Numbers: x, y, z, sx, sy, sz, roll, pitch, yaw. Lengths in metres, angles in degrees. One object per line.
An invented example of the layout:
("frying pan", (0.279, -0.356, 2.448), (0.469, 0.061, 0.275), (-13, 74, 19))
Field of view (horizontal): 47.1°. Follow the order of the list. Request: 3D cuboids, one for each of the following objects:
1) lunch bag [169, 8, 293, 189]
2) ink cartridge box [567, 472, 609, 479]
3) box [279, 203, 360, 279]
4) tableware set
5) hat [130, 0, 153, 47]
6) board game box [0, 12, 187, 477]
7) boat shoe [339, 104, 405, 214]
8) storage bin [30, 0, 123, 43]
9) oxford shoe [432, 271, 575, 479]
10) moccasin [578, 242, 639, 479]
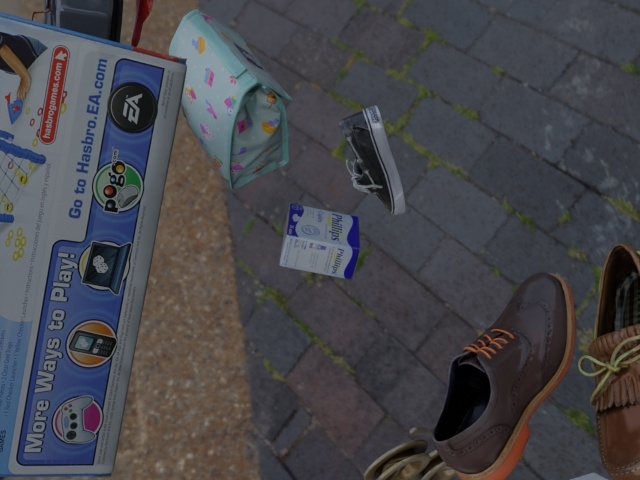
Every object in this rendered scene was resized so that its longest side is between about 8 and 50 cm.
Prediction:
("lunch bag", (-0.162, -0.264, 1.334), (0.160, 0.262, 0.223), (-28, 63, -18))
("ink cartridge box", (0.470, 0.514, 1.288), (0.104, 0.060, 0.180), (-12, 92, -13))
("box", (0.000, 0.000, 1.365), (0.126, 0.137, 0.072), (-88, 10, -59))
("tableware set", (0.126, 0.283, 0.900), (0.128, 0.194, 0.039), (-45, 55, 19))
("hat", (-0.310, -0.451, 1.193), (0.184, 0.173, 0.208), (-19, 94, 18))
("board game box", (-0.270, -0.003, 0.487), (0.086, 0.302, 0.308), (19, 99, 62))
("boat shoe", (0.113, -0.158, 1.612), (0.105, 0.306, 0.113), (-18, 53, 6))
("storage bin", (-0.272, -0.221, 0.816), (0.091, 0.098, 0.135), (-111, 31, -51))
("oxford shoe", (0.210, 0.137, 0.830), (0.097, 0.098, 0.271), (-2, 51, 49))
("moccasin", (0.452, 0.165, 1.067), (0.139, 0.147, 0.380), (-28, 33, 52))
